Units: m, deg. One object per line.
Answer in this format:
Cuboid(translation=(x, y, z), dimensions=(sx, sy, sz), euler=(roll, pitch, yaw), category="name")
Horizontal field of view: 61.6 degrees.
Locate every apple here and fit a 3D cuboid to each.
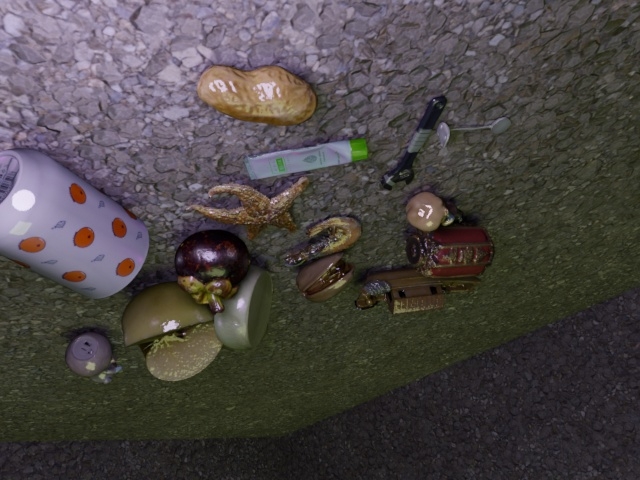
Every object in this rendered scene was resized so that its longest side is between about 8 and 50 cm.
Cuboid(translation=(-0.431, 0.243, 1.578), dimensions=(0.258, 0.233, 0.295), euler=(-29, 141, -6), category="apple")

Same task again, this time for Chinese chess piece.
Cuboid(translation=(-0.221, 0.194, 1.574), dimensions=(0.101, 0.250, 0.250), euler=(8, 153, 12), category="Chinese chess piece")

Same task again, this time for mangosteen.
Cuboid(translation=(-0.276, 0.081, 1.384), dimensions=(0.193, 0.216, 0.192), euler=(-8, 157, -3), category="mangosteen")

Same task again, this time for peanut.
Cuboid(translation=(-0.111, -0.269, 0.981), dimensions=(0.226, 0.095, 0.108), euler=(2, 131, -20), category="peanut")

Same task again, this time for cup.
Cuboid(translation=(-0.528, -0.033, 1.079), dimensions=(0.213, 0.212, 0.317), euler=(-21, 149, 11), category="cup")

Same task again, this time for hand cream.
Cuboid(translation=(-0.032, -0.187, 1.216), dimensions=(0.276, 0.050, 0.078), euler=(-10, 123, 1), category="hand cream")

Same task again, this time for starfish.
Cuboid(translation=(-0.155, -0.063, 1.337), dimensions=(0.300, 0.060, 0.302), euler=(-16, 153, 3), category="starfish")

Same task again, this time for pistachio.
Cuboid(translation=(0.015, 0.112, 1.668), dimensions=(0.206, 0.131, 0.129), euler=(-36, 103, 26), category="pistachio")

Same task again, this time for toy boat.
Cuboid(translation=(0.344, 0.169, 1.866), dimensions=(0.446, 0.162, 0.135), euler=(-7, 147, -13), category="toy boat")

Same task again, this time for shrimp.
Cuboid(translation=(0.000, -0.002, 1.542), dimensions=(0.251, 0.052, 0.143), euler=(-28, 138, 8), category="shrimp")

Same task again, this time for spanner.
Cuboid(translation=(0.230, -0.223, 1.284), dimensions=(0.087, 0.024, 0.315), euler=(-5, 148, -20), category="spanner")

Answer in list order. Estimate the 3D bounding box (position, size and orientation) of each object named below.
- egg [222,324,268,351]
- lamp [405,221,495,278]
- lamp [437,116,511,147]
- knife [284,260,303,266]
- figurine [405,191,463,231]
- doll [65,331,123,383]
Cuboid(translation=(-0.274, 0.290, 1.807), dimensions=(0.202, 0.164, 0.164), euler=(-1, 148, -31), category="egg")
Cuboid(translation=(0.400, 0.029, 1.645), dimensions=(0.274, 0.176, 0.177), euler=(0, 147, -23), category="lamp")
Cuboid(translation=(0.367, -0.255, 1.263), dimensions=(0.199, 0.056, 0.050), euler=(-9, 147, -17), category="lamp")
Cuboid(translation=(-0.028, 0.046, 1.630), dimensions=(0.184, 0.022, 0.026), euler=(-24, 120, 18), category="knife")
Cuboid(translation=(0.321, -0.077, 1.505), dimensions=(0.196, 0.114, 0.108), euler=(4, 123, -49), category="figurine")
Cuboid(translation=(-0.759, 0.409, 1.813), dimensions=(0.151, 0.150, 0.287), euler=(-8, 153, -11), category="doll")
